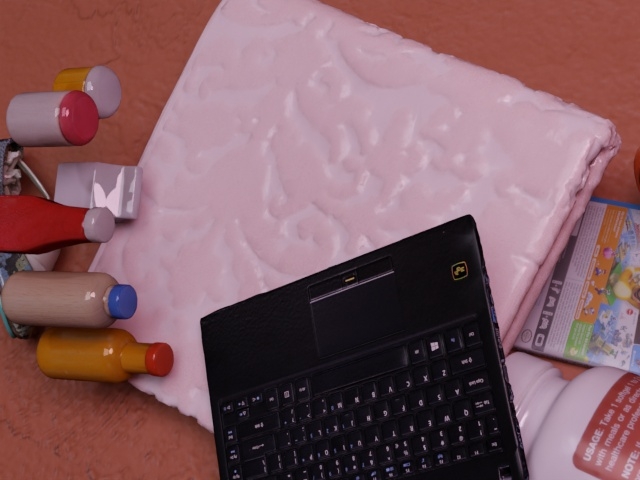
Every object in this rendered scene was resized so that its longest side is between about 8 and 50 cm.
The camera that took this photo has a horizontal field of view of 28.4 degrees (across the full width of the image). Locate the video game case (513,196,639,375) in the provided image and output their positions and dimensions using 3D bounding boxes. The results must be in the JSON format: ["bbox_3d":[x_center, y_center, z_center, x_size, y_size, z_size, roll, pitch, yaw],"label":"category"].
[{"bbox_3d":[0.189,0.028,0.867,0.166,0.015,0.119,13,73,26],"label":"video game case"}]

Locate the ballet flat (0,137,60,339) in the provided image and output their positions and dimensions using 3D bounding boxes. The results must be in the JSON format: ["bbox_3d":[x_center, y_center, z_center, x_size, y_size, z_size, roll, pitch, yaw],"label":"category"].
[{"bbox_3d":[-0.246,-0.010,1.028,0.070,0.070,0.188,-27,64,8],"label":"ballet flat"}]

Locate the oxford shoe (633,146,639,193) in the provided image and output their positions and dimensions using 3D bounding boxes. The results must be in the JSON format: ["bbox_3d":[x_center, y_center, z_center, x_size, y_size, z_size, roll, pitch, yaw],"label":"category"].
[{"bbox_3d":[0.350,0.040,0.740,0.133,0.130,0.363,-33,65,-10],"label":"oxford shoe"}]

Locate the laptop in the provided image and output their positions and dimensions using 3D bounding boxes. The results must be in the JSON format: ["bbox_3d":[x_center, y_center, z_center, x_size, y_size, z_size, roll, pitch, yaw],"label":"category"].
[{"bbox_3d":[-0.013,0.133,0.746,0.234,0.136,0.264,-21,68,34],"label":"laptop"}]

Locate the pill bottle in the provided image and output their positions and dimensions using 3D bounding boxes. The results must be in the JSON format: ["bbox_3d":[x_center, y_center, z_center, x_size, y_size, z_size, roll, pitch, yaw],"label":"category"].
[{"bbox_3d":[0.198,0.148,0.751,0.216,0.121,0.121,23,78,28],"label":"pill bottle"}]

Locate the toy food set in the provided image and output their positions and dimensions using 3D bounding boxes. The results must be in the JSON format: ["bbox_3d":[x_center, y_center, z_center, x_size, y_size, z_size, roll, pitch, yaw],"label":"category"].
[{"bbox_3d":[-0.160,-0.017,0.897,0.104,0.111,0.232,1,81,28],"label":"toy food set"}]

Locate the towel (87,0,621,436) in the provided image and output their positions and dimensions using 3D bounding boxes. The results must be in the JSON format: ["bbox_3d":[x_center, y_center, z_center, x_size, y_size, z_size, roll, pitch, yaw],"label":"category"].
[{"bbox_3d":[0.000,0.000,0.901,0.332,0.053,0.317,27,92,29],"label":"towel"}]
